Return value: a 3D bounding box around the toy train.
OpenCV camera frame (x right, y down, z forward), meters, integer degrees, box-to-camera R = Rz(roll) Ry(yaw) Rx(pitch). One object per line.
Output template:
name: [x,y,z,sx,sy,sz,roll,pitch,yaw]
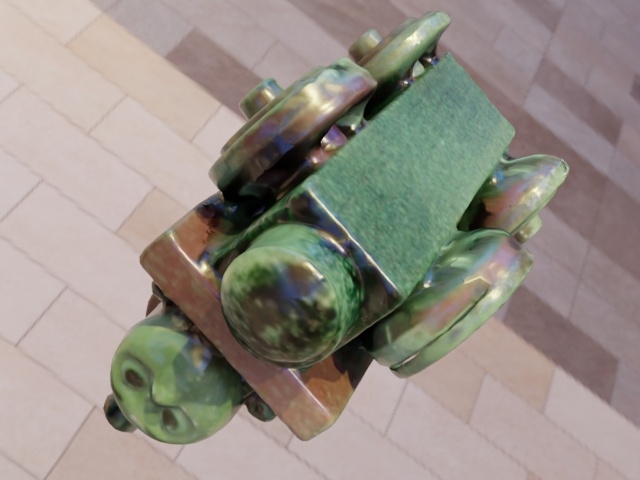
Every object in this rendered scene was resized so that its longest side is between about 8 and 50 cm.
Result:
toy train: [0.000,0.000,0.545,0.150,0.221,0.304,50,30,-3]
